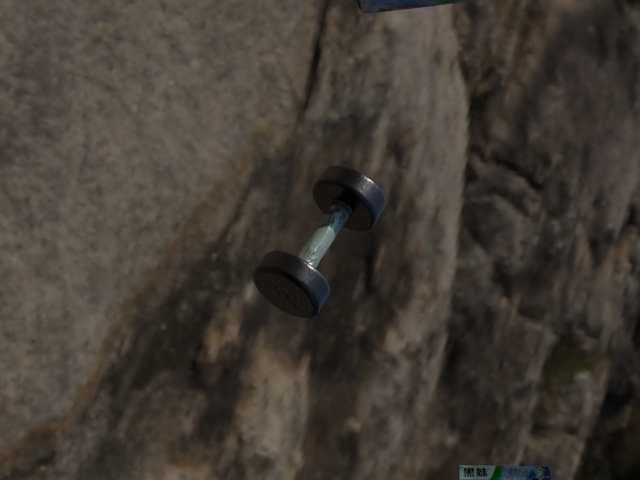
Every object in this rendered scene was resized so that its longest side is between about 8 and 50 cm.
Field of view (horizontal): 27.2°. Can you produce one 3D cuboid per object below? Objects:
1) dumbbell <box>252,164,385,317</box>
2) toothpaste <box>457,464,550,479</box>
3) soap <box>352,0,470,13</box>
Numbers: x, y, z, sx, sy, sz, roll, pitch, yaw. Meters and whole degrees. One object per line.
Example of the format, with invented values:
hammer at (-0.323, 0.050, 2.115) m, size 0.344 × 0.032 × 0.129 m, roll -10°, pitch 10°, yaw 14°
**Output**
dumbbell at (0.000, 0.000, 1.710) m, size 0.191 × 0.100 × 0.100 m, roll -56°, pitch 153°, yaw -29°
toothpaste at (0.167, 0.216, 1.205) m, size 0.020 × 0.083 × 0.017 m, roll 77°, pitch 13°, yaw -66°
soap at (0.153, -0.266, 1.201) m, size 0.156 × 0.293 × 0.077 m, roll 74°, pitch 9°, yaw -88°
